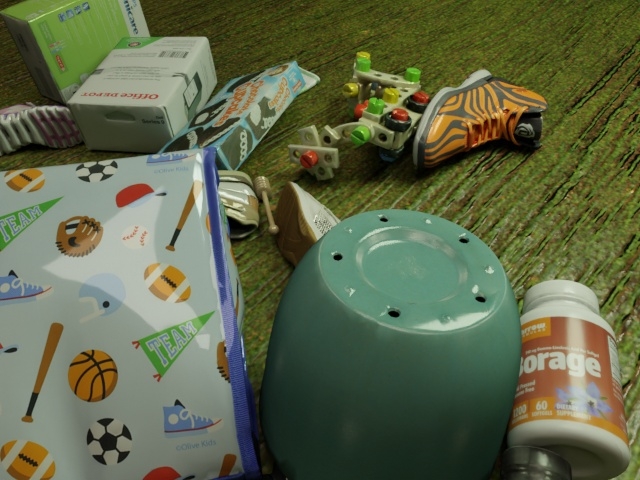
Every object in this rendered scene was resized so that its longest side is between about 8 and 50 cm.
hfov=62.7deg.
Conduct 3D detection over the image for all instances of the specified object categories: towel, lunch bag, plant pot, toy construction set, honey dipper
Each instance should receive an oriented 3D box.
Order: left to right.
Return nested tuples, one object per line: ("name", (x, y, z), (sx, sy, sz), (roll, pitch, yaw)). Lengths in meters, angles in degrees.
("lunch bag", (-0.250, 0.117, 0.623), (0.327, 0.239, 0.386), (-10, 62, -8))
("honey dipper", (-0.094, -0.059, 0.912), (0.030, 0.031, 0.161), (-11, 39, -6))
("towel", (-0.091, -0.365, 1.225), (0.152, 0.023, 0.113), (-36, 53, -26))
("toy construction set", (0.087, -0.242, 1.002), (0.215, 0.151, 0.328), (26, 56, 18))
("plant pot", (0.078, 0.110, 0.574), (0.292, 0.235, 0.293), (3, 38, -2))

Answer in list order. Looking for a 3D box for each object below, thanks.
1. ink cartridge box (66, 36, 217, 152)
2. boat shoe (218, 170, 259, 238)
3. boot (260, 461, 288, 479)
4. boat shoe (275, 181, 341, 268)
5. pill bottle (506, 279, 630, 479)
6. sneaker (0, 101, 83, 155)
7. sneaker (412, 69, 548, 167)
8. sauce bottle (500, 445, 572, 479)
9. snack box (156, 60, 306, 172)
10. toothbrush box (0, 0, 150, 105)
("ink cartridge box", (-0.372, -0.321, 1.138), (0.211, 0.122, 0.289), (4, 47, 8))
("boat shoe", (-0.245, -0.045, 0.850), (0.302, 0.113, 0.103), (-10, 57, -20))
("boot", (-0.063, 0.273, 0.599), (0.099, 0.045, 0.121), (-14, 45, -1))
("boat shoe", (0.000, 0.000, 0.830), (0.096, 0.098, 0.277), (6, 32, -26))
("pill bottle", (0.288, 0.157, 0.624), (0.121, 0.121, 0.216), (9, 47, 13))
("sneaker", (-0.605, -0.252, 1.118), (0.236, 0.095, 0.105), (-7, 38, -1))
("sneaker", (0.315, -0.220, 0.982), (0.180, 0.125, 0.321), (28, 54, 29))
("sauce bottle", (0.180, 0.355, 0.450), (0.111, 0.111, 0.344), (12, 49, 16))
("snack box", (-0.176, -0.237, 1.041), (0.187, 0.060, 0.322), (-3, 41, 34))
("toothbrush box", (-0.563, -0.488, 1.257), (0.122, 0.206, 0.283), (26, 54, 27))
